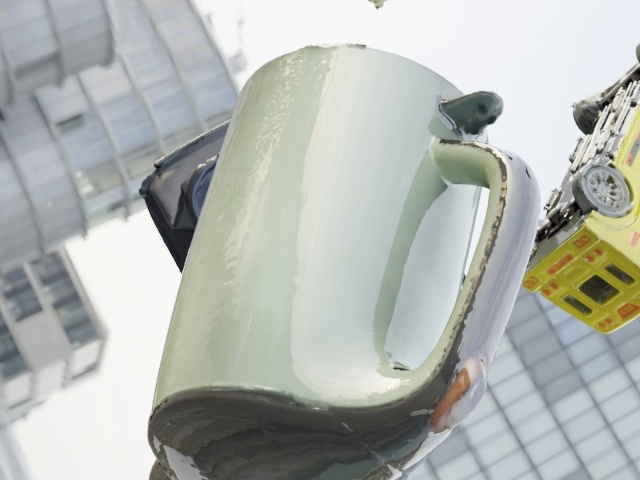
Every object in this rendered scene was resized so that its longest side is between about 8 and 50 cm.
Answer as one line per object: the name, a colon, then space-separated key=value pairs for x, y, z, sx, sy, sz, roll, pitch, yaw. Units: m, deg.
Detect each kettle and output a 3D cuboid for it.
kettle: x=0.018 y=0.021 z=0.767 sx=0.240 sy=0.255 sz=0.165 roll=-20 pitch=-50 yaw=39

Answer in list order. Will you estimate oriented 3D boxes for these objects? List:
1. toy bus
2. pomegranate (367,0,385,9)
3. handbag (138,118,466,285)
toy bus: x=0.329 y=-0.068 z=1.423 sx=0.152 sy=0.330 sz=0.144 roll=35 pitch=-37 yaw=-5
pomegranate: x=0.025 y=-0.311 z=1.118 sx=0.210 sy=0.210 sz=0.235 roll=-4 pitch=-75 yaw=70
handbag: x=0.000 y=0.000 z=1.529 sx=0.122 sy=0.303 sz=0.329 roll=2 pitch=-59 yaw=59
